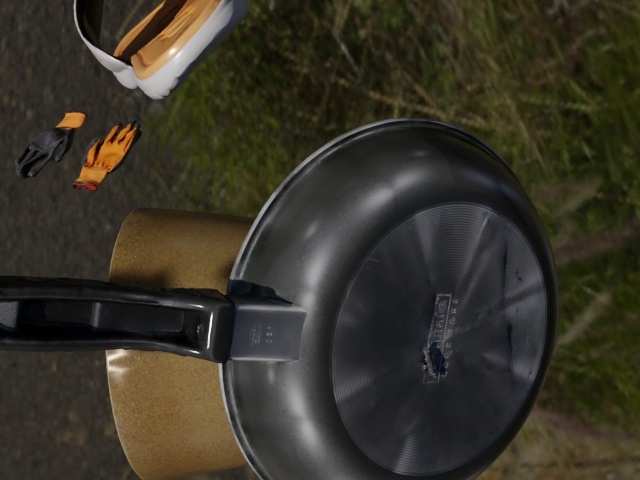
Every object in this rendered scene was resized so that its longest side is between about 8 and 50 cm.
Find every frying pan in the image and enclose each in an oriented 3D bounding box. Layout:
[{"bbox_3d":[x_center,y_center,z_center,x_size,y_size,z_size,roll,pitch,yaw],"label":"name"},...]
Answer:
[{"bbox_3d":[-0.002,0.015,0.578,0.326,0.053,0.197,31,81,-36],"label":"frying pan"}]

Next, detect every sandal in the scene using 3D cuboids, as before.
[{"bbox_3d":[-0.100,-0.147,0.789,0.102,0.265,0.076,-45,106,-2],"label":"sandal"}]

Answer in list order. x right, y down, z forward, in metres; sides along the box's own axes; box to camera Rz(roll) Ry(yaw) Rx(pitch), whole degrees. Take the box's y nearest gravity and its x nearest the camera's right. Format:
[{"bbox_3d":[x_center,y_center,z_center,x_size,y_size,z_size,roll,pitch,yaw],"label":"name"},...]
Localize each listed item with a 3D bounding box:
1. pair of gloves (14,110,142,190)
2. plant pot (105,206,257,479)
[{"bbox_3d":[-0.168,-0.064,0.911,0.083,0.074,0.010,9,137,27],"label":"pair of gloves"},{"bbox_3d":[-0.025,0.081,1.117,0.254,0.237,0.237,-4,133,8],"label":"plant pot"}]
